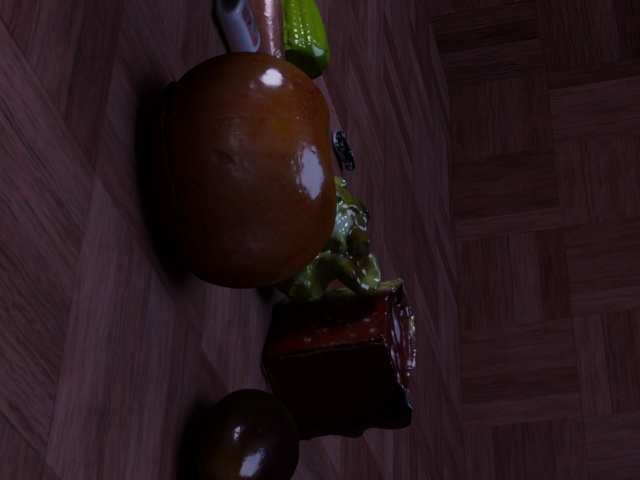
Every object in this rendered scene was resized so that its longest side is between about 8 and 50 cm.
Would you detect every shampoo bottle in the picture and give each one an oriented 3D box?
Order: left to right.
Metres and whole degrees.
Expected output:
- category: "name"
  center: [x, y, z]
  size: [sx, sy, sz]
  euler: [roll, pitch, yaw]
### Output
- category: "shampoo bottle"
  center: [-0.117, -0.308, 1.905]
  size: [0.099, 0.043, 0.072]
  euler: [69, 18, -44]

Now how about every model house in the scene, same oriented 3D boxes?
- category: "model house"
  center: [0.037, 0.148, 1.961]
  size: [0.254, 0.196, 0.160]
  euler: [-81, 157, -54]

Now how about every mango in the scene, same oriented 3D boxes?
- category: "mango"
  center: [-0.082, 0.241, 1.576]
  size: [0.267, 0.111, 0.133]
  euler: [-20, 90, -82]

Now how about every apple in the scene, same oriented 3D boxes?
- category: "apple"
  center: [-0.082, -0.081, 1.564]
  size: [0.251, 0.206, 0.272]
  euler: [67, 18, -57]

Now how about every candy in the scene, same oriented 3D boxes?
- category: "candy"
  center: [-0.039, -0.351, 2.178]
  size: [0.096, 0.097, 0.209]
  euler: [68, 11, -48]

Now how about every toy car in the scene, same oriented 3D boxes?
- category: "toy car"
  center: [0.045, -0.170, 2.567]
  size: [0.093, 0.025, 0.041]
  euler: [65, 23, -44]

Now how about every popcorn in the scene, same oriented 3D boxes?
- category: "popcorn"
  center: [0.000, 0.000, 1.912]
  size: [0.198, 0.212, 0.198]
  euler: [-39, 141, -41]

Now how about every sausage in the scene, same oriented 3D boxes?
- category: "sausage"
  center: [-0.081, -0.283, 2.014]
  size: [0.065, 0.065, 0.169]
  euler: [49, 35, -67]
